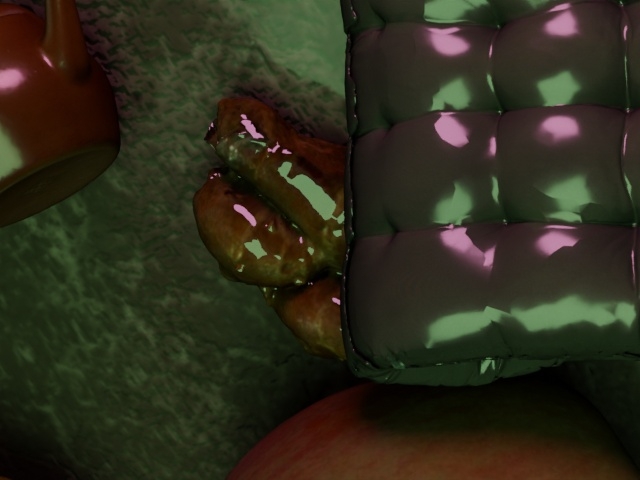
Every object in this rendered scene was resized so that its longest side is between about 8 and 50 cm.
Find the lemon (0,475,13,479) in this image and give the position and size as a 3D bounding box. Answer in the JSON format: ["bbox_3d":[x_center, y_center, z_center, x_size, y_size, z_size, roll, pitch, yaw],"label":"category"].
[{"bbox_3d":[-0.201,0.236,0.820,0.188,0.188,0.257,-7,113,10],"label":"lemon"}]

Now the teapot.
[{"bbox_3d":[-0.167,-0.068,0.726,0.116,0.116,0.173,45,125,-14],"label":"teapot"}]

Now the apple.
[{"bbox_3d":[0.067,0.185,0.739,0.234,0.257,0.257,-40,106,-3],"label":"apple"}]

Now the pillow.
[{"bbox_3d":[0.169,-0.043,0.650,0.326,0.101,0.228,-1,84,7],"label":"pillow"}]

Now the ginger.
[{"bbox_3d":[0.000,0.000,0.751,0.162,0.073,0.103,31,101,-1],"label":"ginger"}]
